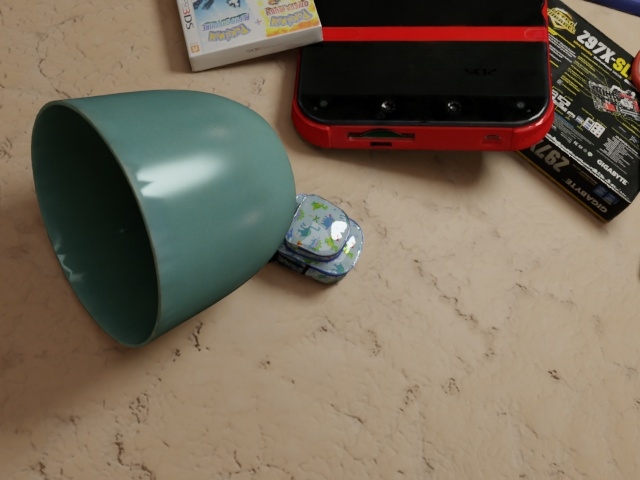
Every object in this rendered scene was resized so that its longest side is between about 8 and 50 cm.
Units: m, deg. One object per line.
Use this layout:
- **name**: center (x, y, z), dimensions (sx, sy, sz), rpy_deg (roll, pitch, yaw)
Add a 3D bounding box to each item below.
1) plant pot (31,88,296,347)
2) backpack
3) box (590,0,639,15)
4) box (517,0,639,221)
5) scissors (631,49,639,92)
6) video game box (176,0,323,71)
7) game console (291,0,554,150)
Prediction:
- **plant pot**: center (-0.174, -0.052, 0.951), dimensions (0.235, 0.293, 0.293), rpy_deg (-24, 74, -36)
- **backpack**: center (0.000, 0.000, 1.071), dimensions (0.114, 0.084, 0.105), rpy_deg (27, 66, -4)
- **box**: center (0.536, -0.489, 1.436), dimensions (0.225, 0.036, 0.136), rpy_deg (13, 65, -6)
- **box**: center (0.415, -0.223, 1.269), dimensions (0.322, 0.079, 0.257), rpy_deg (40, 62, 5)
- **scissors**: center (0.512, -0.196, 1.229), dimensions (0.109, 0.021, 0.297), rpy_deg (33, 64, -1)
- **video game box**: center (-0.117, -0.367, 1.195), dimensions (0.205, 0.048, 0.187), rpy_deg (-15, 72, -2)
- **game console**: center (0.156, -0.291, 1.200), dimensions (0.387, 0.060, 0.341), rpy_deg (2, 61, 6)
